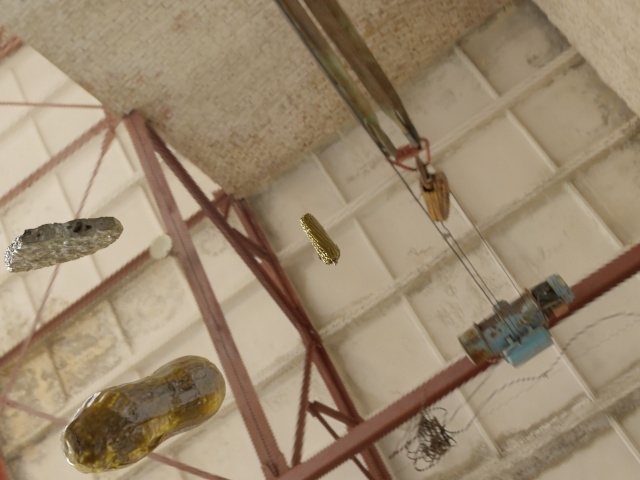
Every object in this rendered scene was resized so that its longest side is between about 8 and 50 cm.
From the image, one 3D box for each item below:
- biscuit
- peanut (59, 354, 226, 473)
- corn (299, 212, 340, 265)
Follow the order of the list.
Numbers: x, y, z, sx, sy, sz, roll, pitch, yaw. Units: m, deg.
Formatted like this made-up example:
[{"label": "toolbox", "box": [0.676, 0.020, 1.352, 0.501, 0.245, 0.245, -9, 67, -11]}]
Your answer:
[{"label": "biscuit", "box": [-0.473, 0.006, 1.392, 0.266, 0.188, 0.040, -19, -103, 17]}, {"label": "peanut", "box": [-0.190, 0.187, 0.841, 0.087, 0.207, 0.087, 15, -66, 37]}, {"label": "corn", "box": [0.000, 0.000, 1.043, 0.083, 0.027, 0.028, 55, -39, 18]}]
